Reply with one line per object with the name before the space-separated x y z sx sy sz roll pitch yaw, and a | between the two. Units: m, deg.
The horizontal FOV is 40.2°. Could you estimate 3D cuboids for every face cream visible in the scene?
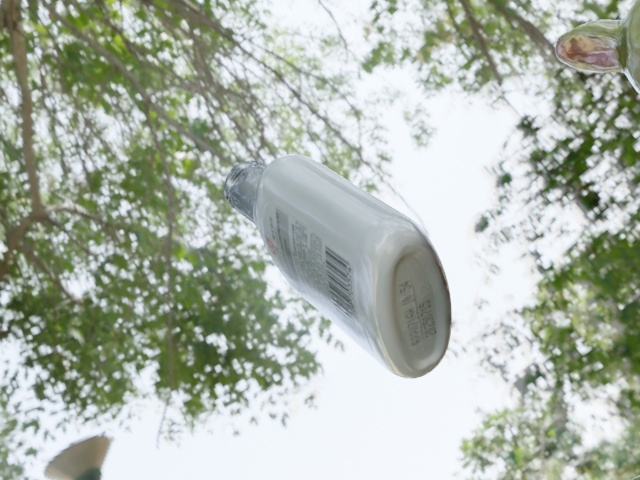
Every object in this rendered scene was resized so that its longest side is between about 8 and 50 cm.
face cream | 0.000 0.000 0.733 0.071 0.291 0.144 -26 -59 -20

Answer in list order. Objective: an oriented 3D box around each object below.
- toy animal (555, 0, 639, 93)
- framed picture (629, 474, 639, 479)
toy animal | 0.332 -0.157 0.722 0.181 0.363 0.180 -36 -23 0
framed picture | 0.179 0.194 0.479 0.197 0.014 0.252 -37 -49 25
